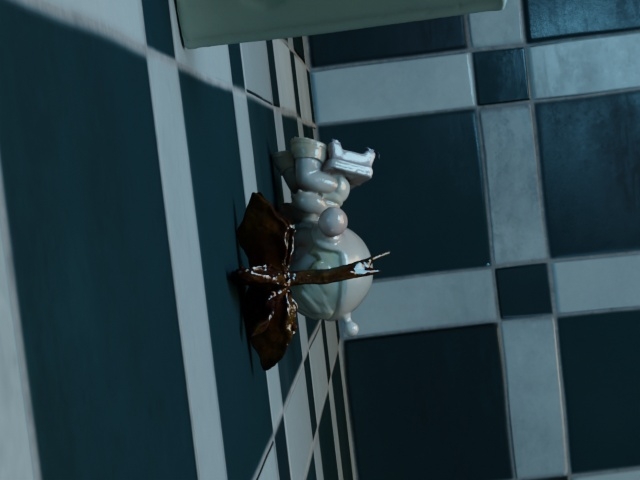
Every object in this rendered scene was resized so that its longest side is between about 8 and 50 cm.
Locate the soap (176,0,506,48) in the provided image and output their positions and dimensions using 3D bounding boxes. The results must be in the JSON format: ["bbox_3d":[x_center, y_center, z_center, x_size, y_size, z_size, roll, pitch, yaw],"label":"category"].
[{"bbox_3d":[0.011,-0.254,1.055,0.087,0.265,0.160,-89,172,-70],"label":"soap"}]

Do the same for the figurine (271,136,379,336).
[{"bbox_3d":[0.006,0.003,1.728,0.144,0.182,0.257,15,69,-41],"label":"figurine"}]

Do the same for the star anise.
[{"bbox_3d":[-0.011,0.039,1.255,0.140,0.144,0.158,-80,167,-48],"label":"star anise"}]
